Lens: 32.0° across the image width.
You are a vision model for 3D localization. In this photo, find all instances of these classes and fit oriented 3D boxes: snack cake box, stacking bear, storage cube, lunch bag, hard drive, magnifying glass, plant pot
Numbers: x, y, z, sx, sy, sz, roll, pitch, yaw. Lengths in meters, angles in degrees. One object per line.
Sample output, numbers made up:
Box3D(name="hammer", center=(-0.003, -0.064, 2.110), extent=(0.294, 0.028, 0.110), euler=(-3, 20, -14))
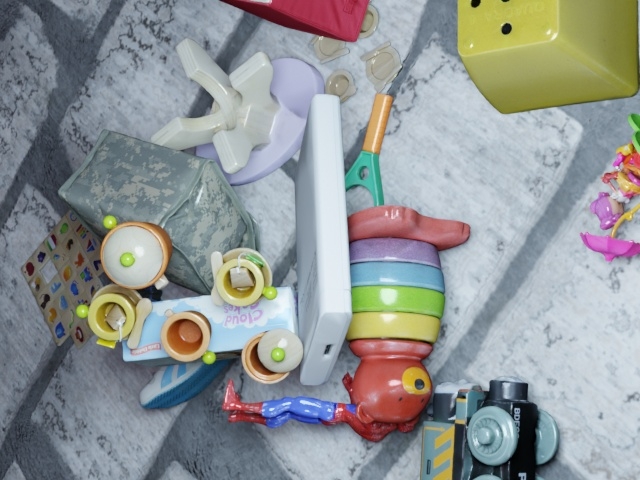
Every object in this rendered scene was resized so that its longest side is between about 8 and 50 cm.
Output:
Box3D(name="snack cake box", center=(-0.159, 0.136, 1.723), extent=(0.264, 0.152, 0.089), euler=(-7, 78, 6))
Box3D(name="stacking bear", center=(0.103, 0.115, 1.576), extent=(0.164, 0.175, 0.289), euler=(-12, 71, 50))
Box3D(name="storage cube", center=(-0.041, -0.435, 1.743), extent=(0.215, 0.193, 0.183), euler=(23, 97, 45))
Box3D(name="lunch bag", center=(-0.239, -0.022, 1.813), extent=(0.235, 0.287, 0.169), euler=(18, 64, 33))
Box3D(name="hard drive", center=(0.000, 0.000, 1.613), extent=(0.233, 0.047, 0.353), euler=(105, 164, -58))
Box3D(name="magnifying glass", center=(0.071, -0.113, 1.733), extent=(0.092, 0.026, 0.231), euler=(16, 92, 37))
Box3D(name="plant pot", center=(0.291, -0.304, 1.497), extent=(0.212, 0.187, 0.212), euler=(-4, 80, 36))

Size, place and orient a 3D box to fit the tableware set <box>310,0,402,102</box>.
Box3D(name="tableware set", center=(0.053, -0.297, 1.776), extent=(0.141, 0.020, 0.168), euler=(-30, 67, 30))

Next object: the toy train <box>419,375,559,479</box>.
Box3D(name="toy train", center=(0.210, 0.348, 1.502), extent=(0.190, 0.142, 0.334), euler=(-4, 81, 45))

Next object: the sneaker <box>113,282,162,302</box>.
Box3D(name="sneaker", center=(-0.343, 0.053, 1.992), extent=(0.087, 0.083, 0.221), euler=(-35, 58, 42))

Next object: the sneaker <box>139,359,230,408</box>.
Box3D(name="sneaker", center=(-0.222, 0.196, 1.870), extent=(0.229, 0.087, 0.092), euler=(-43, 62, 13))

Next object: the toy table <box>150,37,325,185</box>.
Box3D(name="toy table", center=(-0.140, -0.203, 1.819), extent=(0.274, 0.161, 0.252), euler=(-46, 60, 21))

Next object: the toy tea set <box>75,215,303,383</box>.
Box3D(name="toy tea set", center=(-0.180, 0.092, 1.570), extent=(0.336, 0.124, 0.200), euler=(15, 99, 4))

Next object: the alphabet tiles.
Box3D(name="alphabet tiles", center=(-0.470, 0.077, 2.115), extent=(0.198, 0.009, 0.237), euler=(-46, 60, 22))

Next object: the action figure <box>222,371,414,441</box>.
Box3D(name="action figure", center=(0.008, 0.222, 1.669), extent=(0.280, 0.091, 0.139), euler=(9, 65, 10))

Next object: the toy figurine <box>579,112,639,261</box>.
Box3D(name="toy figurine", center=(0.397, -0.054, 1.444), extent=(0.159, 0.130, 0.173), euler=(-53, 35, 29))
